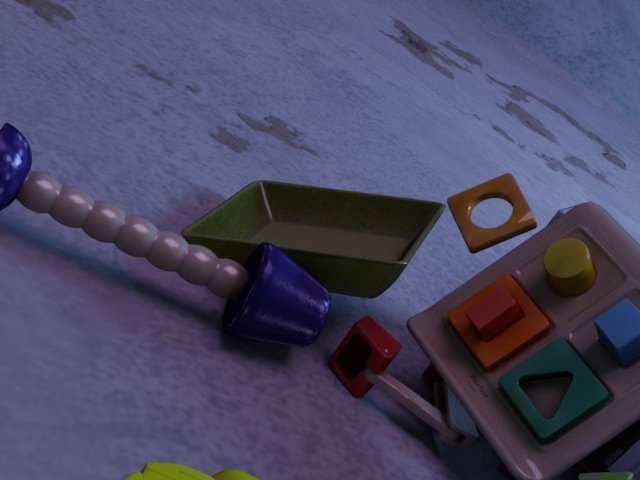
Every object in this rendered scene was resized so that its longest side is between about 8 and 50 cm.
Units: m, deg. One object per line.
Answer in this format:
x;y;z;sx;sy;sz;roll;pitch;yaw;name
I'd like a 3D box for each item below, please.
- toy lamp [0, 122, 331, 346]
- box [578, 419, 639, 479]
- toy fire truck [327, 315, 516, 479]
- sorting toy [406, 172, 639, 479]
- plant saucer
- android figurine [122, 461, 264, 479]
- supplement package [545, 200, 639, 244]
-0.120;0.003;0.795;0.274;0.080;0.080;28;24;-14;toy lamp
0.371;0.148;1.042;0.191;0.143;0.381;41;22;3;box
0.112;0.134;0.873;0.192;0.047;0.135;42;25;18;toy fire truck
0.185;0.066;0.824;0.348;0.196;0.047;55;-5;39;sorting toy
0.000;0.000;0.924;0.188;0.045;0.188;8;19;15;plant saucer
-0.026;0.209;0.536;0.273;0.056;0.248;26;24;-18;android figurine
0.221;0.066;0.976;0.105;0.179;0.105;42;25;20;supplement package
